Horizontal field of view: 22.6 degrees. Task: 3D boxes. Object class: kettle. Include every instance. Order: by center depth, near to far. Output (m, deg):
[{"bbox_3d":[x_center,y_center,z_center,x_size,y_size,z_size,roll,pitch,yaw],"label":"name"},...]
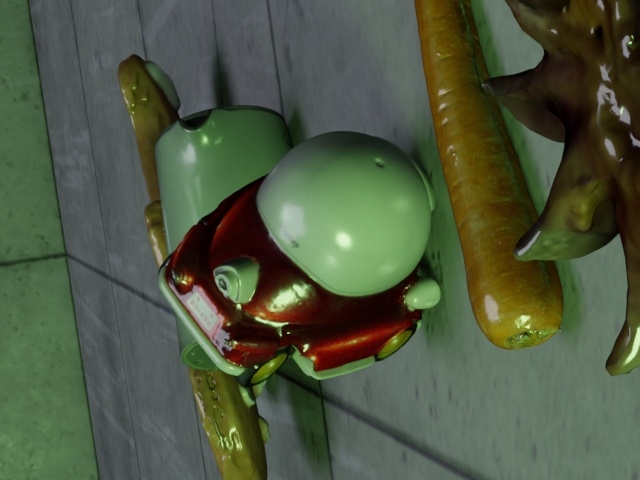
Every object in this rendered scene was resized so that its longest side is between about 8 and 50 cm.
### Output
[{"bbox_3d":[-0.042,-0.001,1.011,0.098,0.127,0.148,-30,63,40],"label":"kettle"}]

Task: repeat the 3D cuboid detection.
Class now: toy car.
[{"bbox_3d":[0.000,0.000,0.770,0.112,0.139,0.112,51,135,16],"label":"toy car"}]

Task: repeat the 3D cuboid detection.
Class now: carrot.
[{"bbox_3d":[0.062,-0.044,0.666,0.037,0.037,0.190,113,146,-64],"label":"carrot"}]

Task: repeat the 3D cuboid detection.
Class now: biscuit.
[{"bbox_3d":[-0.078,0.033,1.147,0.216,0.047,0.339,70,-178,-46],"label":"biscuit"}]

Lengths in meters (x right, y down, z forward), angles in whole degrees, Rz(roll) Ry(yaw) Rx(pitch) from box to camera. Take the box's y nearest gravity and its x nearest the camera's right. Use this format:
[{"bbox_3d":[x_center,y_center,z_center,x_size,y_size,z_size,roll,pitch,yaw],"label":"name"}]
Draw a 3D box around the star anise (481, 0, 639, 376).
[{"bbox_3d":[0.113,-0.058,0.369,0.214,0.099,0.220,-19,75,61],"label":"star anise"}]
